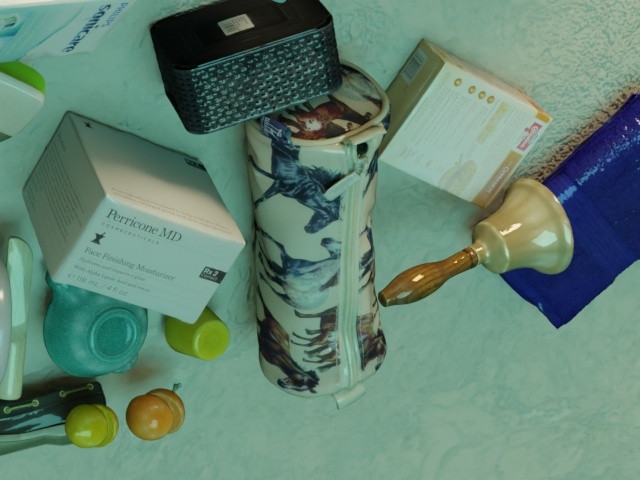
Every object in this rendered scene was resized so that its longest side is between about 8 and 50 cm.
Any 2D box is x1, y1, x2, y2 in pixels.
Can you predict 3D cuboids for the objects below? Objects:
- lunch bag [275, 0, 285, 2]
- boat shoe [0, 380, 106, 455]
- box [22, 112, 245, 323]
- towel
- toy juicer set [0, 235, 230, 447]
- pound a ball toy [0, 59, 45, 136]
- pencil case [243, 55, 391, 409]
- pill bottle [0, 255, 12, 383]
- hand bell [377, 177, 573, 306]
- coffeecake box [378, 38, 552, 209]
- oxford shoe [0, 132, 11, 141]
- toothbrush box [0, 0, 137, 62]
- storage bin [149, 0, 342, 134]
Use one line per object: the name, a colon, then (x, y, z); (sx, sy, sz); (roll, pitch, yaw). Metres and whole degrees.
lunch bag: (-0.116, -0.376, 1.326); (0.262, 0.160, 0.223); (17, 134, -11)
boat shoe: (-0.373, 0.220, 1.713); (0.228, 0.068, 0.081); (-7, 160, -18)
box: (-0.206, -0.025, 1.537); (0.181, 0.182, 0.119); (20, 114, -34)
towel: (0.366, -0.041, 1.864); (0.308, 0.076, 0.228); (-40, 133, 9)
toy juicer set: (-0.277, 0.133, 1.661); (0.329, 0.089, 0.209); (24, 90, -38)
pound a ball toy: (-0.363, -0.237, 1.357); (0.319, 0.208, 0.136); (23, 151, -26)
pencil case: (0.000, 0.000, 1.651); (0.160, 0.183, 0.410); (-13, 128, -16)
pill bottle: (-0.486, 0.085, 1.502); (0.283, 0.161, 0.161); (2, 122, -25)
hand bell: (0.169, 0.024, 1.678); (0.242, 0.126, 0.126); (-23, 131, -26)
coffeecake box: (0.163, -0.137, 1.701); (0.185, 0.068, 0.142); (22, 112, -35)
oxford shoe: (-0.452, -0.101, 1.404); (0.348, 0.130, 0.123); (-10, 127, -18)
toothbrush box: (-0.333, -0.270, 1.223); (0.296, 0.216, 0.126); (-14, 169, -36)
storage bin: (-0.079, -0.199, 1.511); (0.180, 0.122, 0.084); (-19, 129, -12)
